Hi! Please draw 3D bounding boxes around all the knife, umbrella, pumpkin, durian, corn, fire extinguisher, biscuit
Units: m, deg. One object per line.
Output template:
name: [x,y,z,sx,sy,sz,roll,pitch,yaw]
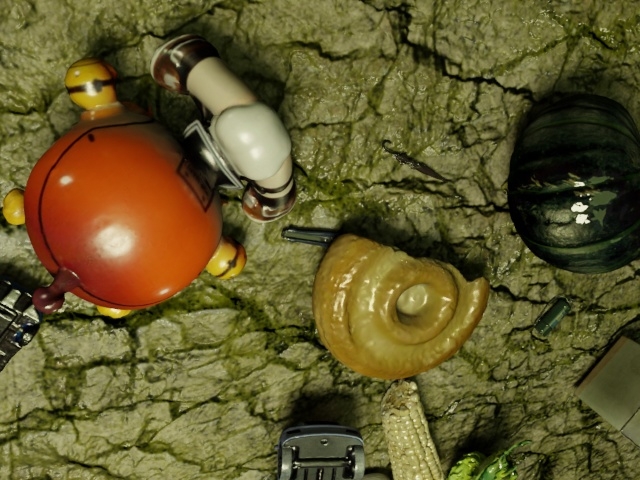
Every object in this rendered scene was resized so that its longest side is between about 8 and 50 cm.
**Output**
knife: [0.000,0.000,0.805,0.121,0.018,0.031,9,103,-15]
umbrella: [0.138,-0.109,0.809,0.122,0.013,0.022,29,77,-19]
pumpkin: [0.362,-0.078,0.786,0.250,0.216,0.249,-8,101,-45]
durian: [0.279,0.423,0.950,0.132,0.106,0.375,-4,130,-4]
corn: [0.144,0.332,0.910,0.087,0.087,0.210,-21,109,-7]
fire extinguisher: [0.398,0.123,0.942,0.038,0.025,0.083,44,93,1]
biscuit: [0.116,0.109,0.820,0.274,0.091,0.213,11,105,-25]

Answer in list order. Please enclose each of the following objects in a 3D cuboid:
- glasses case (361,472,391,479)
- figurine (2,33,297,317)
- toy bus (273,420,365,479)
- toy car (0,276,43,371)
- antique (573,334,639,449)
glasses case: [0.091,0.508,0.963,0.092,0.059,0.233,-11,108,-13]
figurine: [-0.191,-0.053,0.643,0.323,0.196,0.320,-40,119,-11]
toy bus: [-0.015,0.395,0.863,0.126,0.133,0.292,3,108,-10]
toy car: [-0.443,0.136,0.708,0.103,0.063,0.216,37,101,-21]
antique: [0.559,0.274,0.964,0.152,0.148,0.146,37,94,-21]
